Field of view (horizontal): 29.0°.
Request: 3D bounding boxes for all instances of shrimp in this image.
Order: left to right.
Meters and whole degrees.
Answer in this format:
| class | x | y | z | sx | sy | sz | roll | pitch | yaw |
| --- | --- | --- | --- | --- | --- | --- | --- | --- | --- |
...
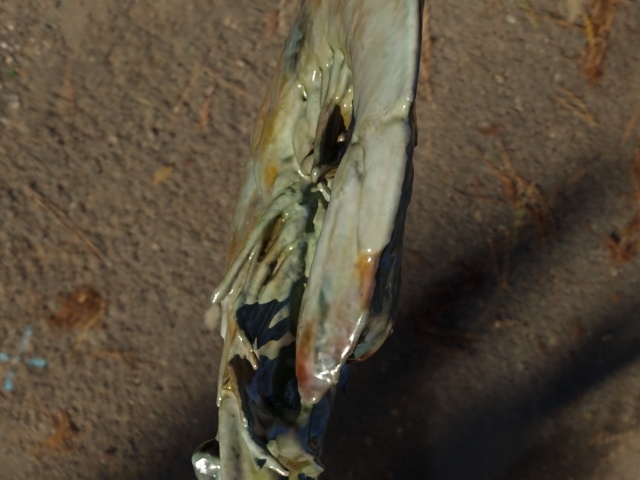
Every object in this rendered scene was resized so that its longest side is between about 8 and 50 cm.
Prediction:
| class | x | y | z | sx | sy | sz | roll | pitch | yaw |
| --- | --- | --- | --- | --- | --- | --- | --- | --- | --- |
| shrimp | 0.000 | 0.000 | 0.621 | 0.085 | 0.247 | 0.360 | 12 | 83 | -12 |
